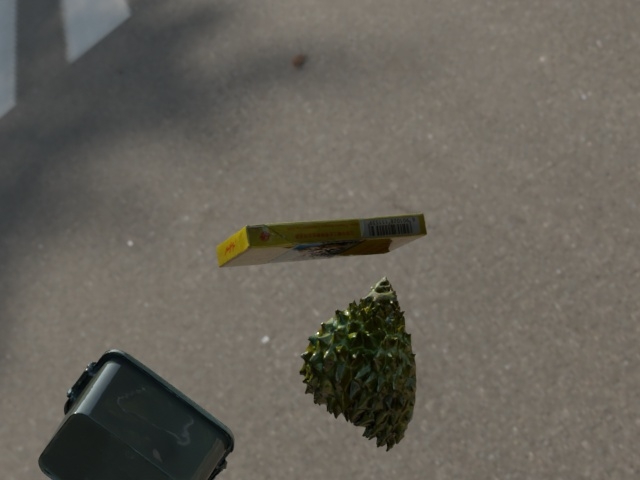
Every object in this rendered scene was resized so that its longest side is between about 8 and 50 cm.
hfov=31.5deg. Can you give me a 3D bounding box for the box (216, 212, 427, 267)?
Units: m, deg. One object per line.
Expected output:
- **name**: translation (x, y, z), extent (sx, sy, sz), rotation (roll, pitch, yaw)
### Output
- **box**: translation (0.000, 0.000, 0.934), extent (0.155, 0.023, 0.087), rotation (-4, -7, -22)

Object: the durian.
- **durian**: translation (0.035, 0.148, 1.187), extent (0.108, 0.186, 0.119), rotation (-4, 29, -11)

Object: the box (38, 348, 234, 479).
- **box**: translation (-0.130, 0.145, 0.781), extent (0.084, 0.122, 0.069), rotation (-51, 5, 31)
